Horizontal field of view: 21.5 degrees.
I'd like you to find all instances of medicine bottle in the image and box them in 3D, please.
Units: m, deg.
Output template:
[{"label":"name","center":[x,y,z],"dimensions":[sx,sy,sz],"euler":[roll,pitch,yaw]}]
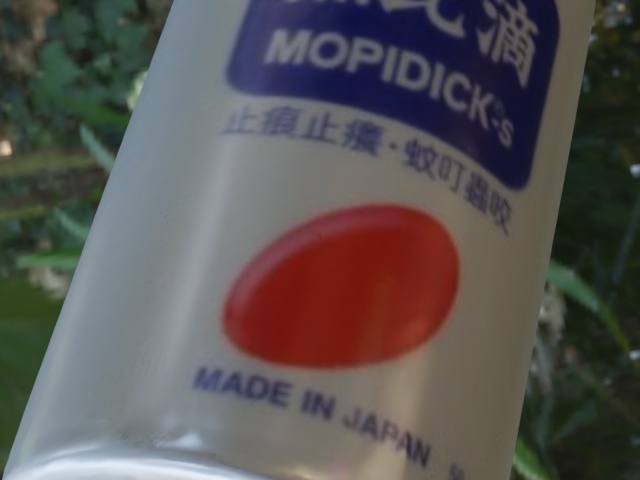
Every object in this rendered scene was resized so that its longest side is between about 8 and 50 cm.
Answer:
[{"label":"medicine bottle","center":[0.016,-0.050,0.519],"dimensions":[0.130,0.130,0.341],"euler":[95,-171,-56]}]
